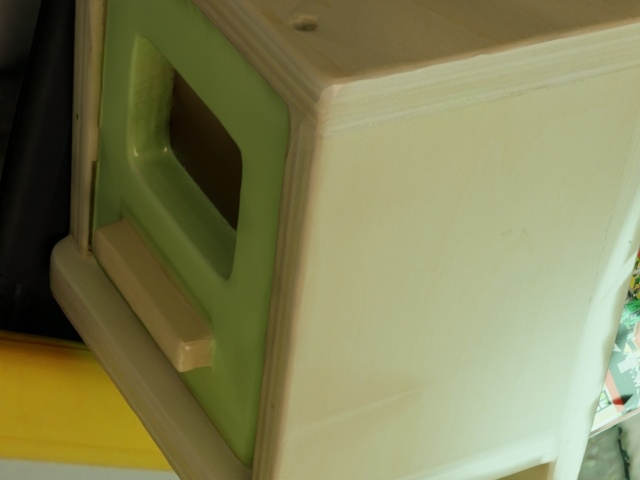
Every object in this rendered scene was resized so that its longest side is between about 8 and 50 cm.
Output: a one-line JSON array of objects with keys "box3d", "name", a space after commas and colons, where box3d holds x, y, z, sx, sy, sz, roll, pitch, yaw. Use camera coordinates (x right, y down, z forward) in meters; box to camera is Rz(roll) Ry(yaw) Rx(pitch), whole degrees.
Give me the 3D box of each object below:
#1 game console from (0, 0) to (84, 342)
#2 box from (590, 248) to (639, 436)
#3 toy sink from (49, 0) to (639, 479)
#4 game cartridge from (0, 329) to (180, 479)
[{"box3d": [0.055, -0.103, 0.676, 0.342, 0.060, 0.386, -8, 128, -39], "name": "game console"}, {"box3d": [0.108, -0.009, 0.720, 0.114, 0.036, 0.207, -26, 132, -10], "name": "box"}, {"box3d": [0.000, 0.000, 0.578, 0.131, 0.153, 0.234, -15, 133, -26], "name": "toy sink"}, {"box3d": [-0.128, 0.170, 0.603, 0.324, 0.053, 0.285, 12, 88, -46], "name": "game cartridge"}]
